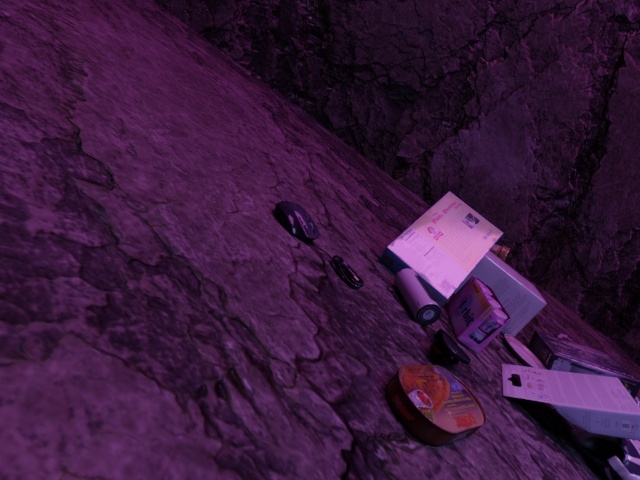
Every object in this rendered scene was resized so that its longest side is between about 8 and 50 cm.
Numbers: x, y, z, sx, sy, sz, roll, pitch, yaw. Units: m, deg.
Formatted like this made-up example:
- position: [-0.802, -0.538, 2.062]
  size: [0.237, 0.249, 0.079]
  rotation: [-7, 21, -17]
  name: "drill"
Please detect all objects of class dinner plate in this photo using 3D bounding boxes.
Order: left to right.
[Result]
- position: [0.546, 0.307, 1.180]
  size: [0.141, 0.017, 0.141]
  rotation: [33, 19, -13]
  name: "dinner plate"

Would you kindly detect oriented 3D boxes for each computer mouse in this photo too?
- position: [0.000, 0.000, 0.857]
  size: [0.242, 0.041, 0.071]
  rotation: [43, 18, 16]
  name: "computer mouse"

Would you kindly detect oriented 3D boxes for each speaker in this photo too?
- position: [0.202, 0.116, 0.933]
  size: [0.055, 0.055, 0.136]
  rotation: [29, 19, -24]
  name: "speaker"

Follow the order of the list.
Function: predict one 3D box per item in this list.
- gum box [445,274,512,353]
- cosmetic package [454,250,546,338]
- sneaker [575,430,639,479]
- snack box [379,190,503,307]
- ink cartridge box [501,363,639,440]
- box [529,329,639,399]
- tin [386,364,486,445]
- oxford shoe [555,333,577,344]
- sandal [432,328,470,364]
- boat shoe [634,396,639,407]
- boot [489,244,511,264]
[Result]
- position: [0.360, 0.168, 1.020]
  size: [0.062, 0.107, 0.188]
  rotation: [36, 18, -4]
  name: "gum box"
- position: [0.464, 0.096, 1.327]
  size: [0.365, 0.155, 0.197]
  rotation: [39, 18, 6]
  name: "cosmetic package"
- position: [0.577, 0.399, 0.876]
  size: [0.153, 0.094, 0.235]
  rotation: [46, 28, 0]
  name: "sneaker"
- position: [0.318, 0.012, 1.135]
  size: [0.187, 0.060, 0.321]
  rotation: [42, 53, 15]
  name: "snack box"
- position: [0.493, 0.318, 0.891]
  size: [0.232, 0.066, 0.189]
  rotation: [-3, 3, 22]
  name: "ink cartridge box"
- position: [0.736, 0.345, 1.247]
  size: [0.230, 0.056, 0.183]
  rotation: [18, 11, 7]
  name: "box"
- position: [0.163, 0.226, 0.612]
  size: [0.189, 0.040, 0.106]
  rotation: [18, 22, -47]
  name: "tin"
- position: [0.834, 0.401, 1.431]
  size: [0.212, 0.076, 0.076]
  rotation: [55, -18, 18]
  name: "oxford shoe"
- position: [0.237, 0.204, 0.822]
  size: [0.067, 0.040, 0.179]
  rotation: [47, 5, 12]
  name: "sandal"
- position: [0.843, 0.465, 1.220]
  size: [0.319, 0.099, 0.116]
  rotation: [36, 21, -2]
  name: "boat shoe"
- position: [0.504, 0.068, 1.529]
  size: [0.269, 0.236, 0.089]
  rotation: [24, 39, 33]
  name: "boot"
